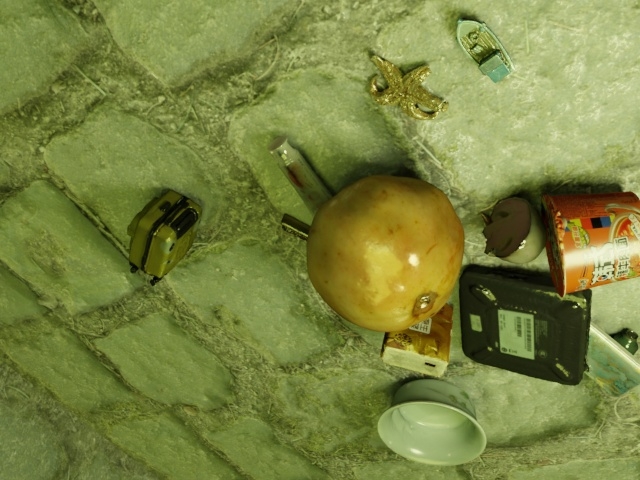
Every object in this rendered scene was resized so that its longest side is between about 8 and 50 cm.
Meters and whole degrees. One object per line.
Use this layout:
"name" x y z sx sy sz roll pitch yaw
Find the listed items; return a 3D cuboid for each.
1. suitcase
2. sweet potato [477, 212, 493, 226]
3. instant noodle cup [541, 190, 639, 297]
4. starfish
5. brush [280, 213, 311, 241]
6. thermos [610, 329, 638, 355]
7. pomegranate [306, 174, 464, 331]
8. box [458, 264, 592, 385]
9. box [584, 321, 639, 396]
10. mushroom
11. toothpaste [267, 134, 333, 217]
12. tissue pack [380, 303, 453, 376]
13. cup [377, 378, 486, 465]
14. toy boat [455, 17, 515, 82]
"suitcase" -0.451 -0.017 1.771 0.143 0.194 0.234 30 131 3
"sweet potato" 0.472 -0.006 1.603 0.195 0.056 0.056 43 128 -13
"instant noodle cup" 0.634 -0.004 1.441 0.192 0.250 0.250 -10 126 13
"starfish" 0.189 -0.340 1.398 0.210 0.053 0.150 42 124 -18
"brush" 0.000 0.000 1.754 0.248 0.043 0.036 26 139 -7
"thermos" 0.839 0.323 1.767 0.073 0.083 0.187 -2 132 -16
"pomegranate" 0.153 0.023 1.525 0.412 0.411 0.411 8 131 10
"box" 0.558 0.237 1.716 0.351 0.091 0.358 8 128 29
"box" 0.759 0.310 1.734 0.285 0.044 0.142 41 133 8
"mushroom" 0.481 -0.013 1.501 0.117 0.188 0.141 27 133 -12
"toothpaste" -0.025 -0.135 1.634 0.100 0.066 0.323 -20 126 24
"tissue pack" 0.277 0.263 1.770 0.184 0.226 0.091 15 133 5
"cup" 0.372 0.578 2.055 0.348 0.163 0.347 9 132 10
"toy boat" 0.340 -0.399 1.297 0.069 0.058 0.173 -31 116 35
